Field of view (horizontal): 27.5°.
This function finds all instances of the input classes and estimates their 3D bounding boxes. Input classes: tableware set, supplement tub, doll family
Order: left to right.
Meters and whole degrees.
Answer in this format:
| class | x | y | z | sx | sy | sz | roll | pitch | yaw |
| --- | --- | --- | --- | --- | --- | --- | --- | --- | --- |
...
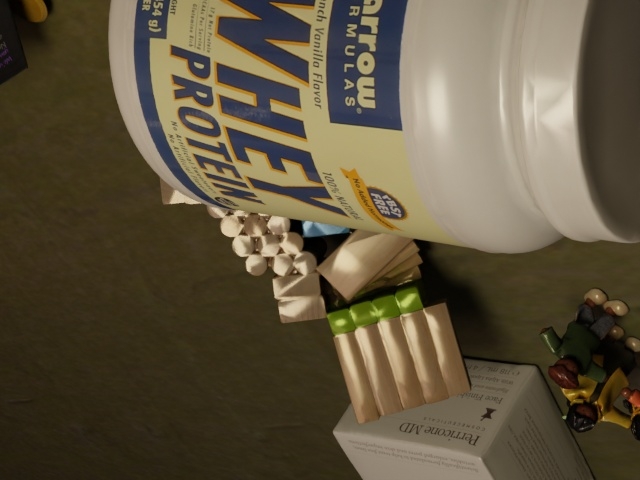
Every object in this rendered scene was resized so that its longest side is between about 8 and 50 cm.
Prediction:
| class | x | y | z | sx | sy | sz | roll | pitch | yaw |
| --- | --- | --- | --- | --- | --- | --- | --- | --- | --- |
| tableware set | -0.293 | -0.237 | 1.202 | 0.104 | 0.024 | 0.154 | 39 | 147 | -12 |
| supplement tub | 0.056 | -0.118 | 0.817 | 0.325 | 0.235 | 0.235 | 10 | 140 | 36 |
| doll family | 0.258 | 0.134 | 1.074 | 0.193 | 0.111 | 0.076 | 31 | 148 | 7 |

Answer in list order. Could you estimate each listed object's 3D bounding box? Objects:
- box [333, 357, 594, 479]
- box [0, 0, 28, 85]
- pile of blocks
| class | x | y | z | sx | sy | sz | roll | pitch | yaw |
| --- | --- | --- | --- | --- | --- | --- | --- | --- | --- |
| box | 0.142 | 0.212 | 1.283 | 0.181 | 0.119 | 0.182 | 3 | 136 | 41 |
| box | -0.382 | -0.246 | 1.117 | 0.165 | 0.143 | 0.270 | 27 | 142 | 30 |
| pile of blocks | 0.000 | 0.000 | 1.180 | 0.362 | 0.149 | 0.112 | 48 | -169 | -3 |
